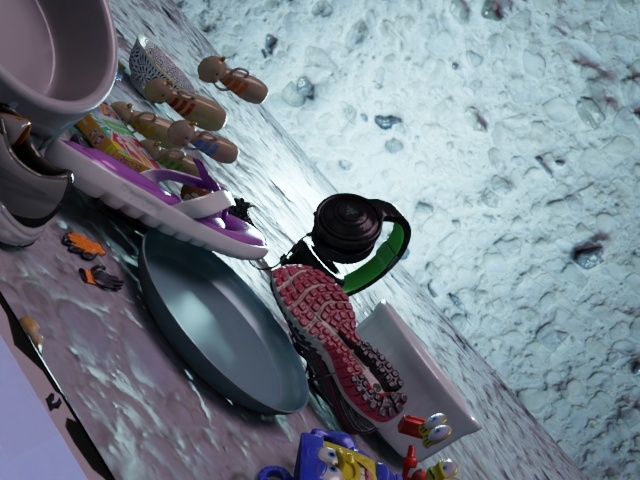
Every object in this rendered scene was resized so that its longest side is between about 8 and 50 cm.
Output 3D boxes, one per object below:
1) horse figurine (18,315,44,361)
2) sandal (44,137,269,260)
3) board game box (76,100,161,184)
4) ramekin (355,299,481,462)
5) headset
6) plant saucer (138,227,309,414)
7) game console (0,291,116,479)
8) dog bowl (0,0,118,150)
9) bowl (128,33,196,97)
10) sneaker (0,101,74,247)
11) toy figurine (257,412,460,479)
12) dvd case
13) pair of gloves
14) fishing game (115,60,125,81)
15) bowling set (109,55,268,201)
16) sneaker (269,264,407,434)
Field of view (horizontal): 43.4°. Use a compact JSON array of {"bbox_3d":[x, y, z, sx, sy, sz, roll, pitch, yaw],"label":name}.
[{"bbox_3d":[-0.271,0.096,0.563,0.263,0.066,0.174,39,13,-41],"label":"horse figurine"},{"bbox_3d":[-0.188,-0.064,1.122,0.169,0.102,0.416,34,5,32],"label":"sandal"},{"bbox_3d":[-0.352,-0.193,1.263,0.259,0.039,0.124,46,7,25],"label":"board game box"},{"bbox_3d":[0.142,0.251,1.404,0.277,0.135,0.277,52,4,-5],"label":"ramekin"},{"bbox_3d":[0.000,0.000,1.552,0.394,0.243,0.185,4,42,-47],"label":"headset"},{"bbox_3d":[-0.136,0.114,1.091,0.317,0.044,0.317,48,11,-12],"label":"plant saucer"},{"bbox_3d":[-0.205,0.106,0.401,0.293,0.173,0.250,55,-25,6],"label":"game console"},{"bbox_3d":[-0.381,-0.284,0.972,0.349,0.102,0.348,47,34,-47],"label":"dog bowl"},{"bbox_3d":[-0.351,-0.346,1.705,0.170,0.080,0.170,47,11,-11],"label":"bowl"},{"bbox_3d":[-0.365,-0.120,0.818,0.271,0.108,0.100,45,13,-13],"label":"sneaker"},{"bbox_3d":[0.026,0.325,0.906,0.217,0.191,0.362,17,24,-6],"label":"toy figurine"},{"bbox_3d":[-0.270,-0.059,1.211,0.221,0.018,0.164,37,16,-50],"label":"dvd case"},{"bbox_3d":[-0.269,0.024,0.955,0.083,0.010,0.074,55,12,22],"label":"pair of gloves"},{"bbox_3d":[-0.447,-0.376,1.539,0.189,0.041,0.264,46,11,-2],"label":"fishing game"},{"bbox_3d":[-0.224,-0.165,1.309,0.154,0.287,0.200,22,56,-41],"label":"bowling set"},{"bbox_3d":[0.004,0.169,1.260,0.121,0.112,0.299,-16,67,-44],"label":"sneaker"}]
